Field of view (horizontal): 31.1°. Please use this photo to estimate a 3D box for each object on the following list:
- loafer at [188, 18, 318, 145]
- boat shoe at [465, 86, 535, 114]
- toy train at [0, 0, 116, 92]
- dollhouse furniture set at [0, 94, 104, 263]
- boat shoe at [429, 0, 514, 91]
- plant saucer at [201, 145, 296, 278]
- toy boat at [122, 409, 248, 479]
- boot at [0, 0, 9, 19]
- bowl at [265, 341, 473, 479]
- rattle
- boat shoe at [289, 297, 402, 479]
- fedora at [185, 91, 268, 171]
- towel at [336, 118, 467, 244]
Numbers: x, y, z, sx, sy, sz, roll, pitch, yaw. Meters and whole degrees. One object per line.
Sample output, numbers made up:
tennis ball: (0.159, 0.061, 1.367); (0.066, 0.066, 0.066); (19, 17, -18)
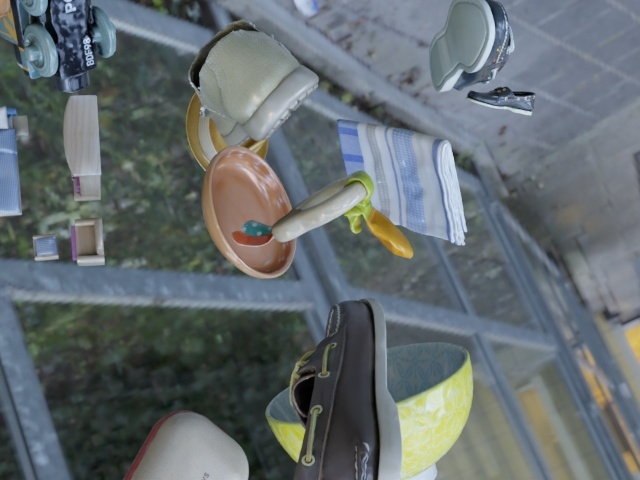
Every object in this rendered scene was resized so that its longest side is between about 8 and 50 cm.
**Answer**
loafer: (-0.068, -0.149, 1.042); (0.102, 0.092, 0.268); (-43, -169, -7)
boat shoe: (0.302, -0.240, 1.929); (0.133, 0.049, 0.042); (5, 107, -26)
toy train: (-0.391, -0.375, 1.599); (0.142, 0.190, 0.334); (-27, 128, -32)
dollhouse furniture set: (-0.525, -0.102, 1.943); (0.303, 0.286, 0.198); (-3, 170, -11)
boat shoe: (0.233, -0.292, 1.682); (0.091, 0.114, 0.302); (-10, 180, -8)
plant saucer: (-0.107, -0.038, 1.660); (0.037, 0.200, 0.200); (-19, 166, 30)
toy boat: (-0.209, 0.341, 1.500); (0.151, 0.151, 0.231); (-18, -145, 49)
boot: (-0.504, -0.289, 1.562); (0.152, 0.073, 0.197); (-30, -170, -27)
bowl: (0.084, 0.262, 1.573); (0.289, 0.156, 0.289); (-17, -171, 3)
rattle: (0.000, 0.000, 1.564); (0.199, 0.130, 0.143); (-33, 118, -6)
boat shoe: (0.018, 0.153, 1.135); (0.096, 0.324, 0.116); (2, 119, -3)
fedora: (-0.145, -0.199, 2.016); (0.194, 0.194, 0.079); (-6, 175, -41)
towel: (0.144, -0.109, 2.098); (0.034, 0.209, 0.285); (-32, -148, -32)
